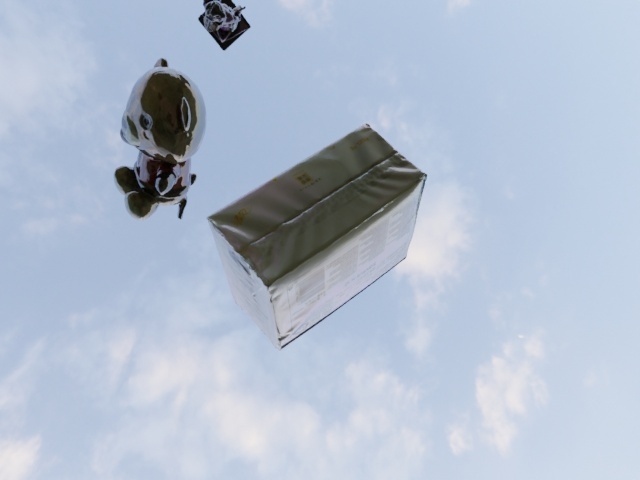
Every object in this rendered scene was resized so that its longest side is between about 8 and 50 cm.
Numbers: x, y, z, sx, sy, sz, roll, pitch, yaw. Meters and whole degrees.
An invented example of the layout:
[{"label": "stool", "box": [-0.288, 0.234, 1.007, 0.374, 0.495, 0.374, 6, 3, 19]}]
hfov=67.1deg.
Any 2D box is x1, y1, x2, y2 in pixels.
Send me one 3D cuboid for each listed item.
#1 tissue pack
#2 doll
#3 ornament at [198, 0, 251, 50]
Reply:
[{"label": "tissue pack", "box": [0.000, 0.000, 0.588, 0.225, 0.185, 0.124, -35, -116, -21]}, {"label": "doll", "box": [-0.330, -0.197, 1.019, 0.174, 0.235, 0.330, -4, -45, -31]}, {"label": "ornament", "box": [-0.192, -0.432, 0.910, 0.088, 0.203, 0.081, -40, -78, 7]}]
